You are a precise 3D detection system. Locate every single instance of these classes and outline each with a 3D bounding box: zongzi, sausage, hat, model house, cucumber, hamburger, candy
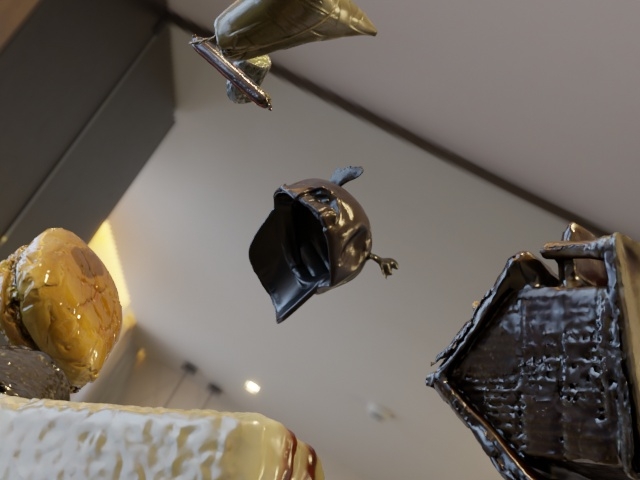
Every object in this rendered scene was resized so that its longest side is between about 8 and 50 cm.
[{"bbox_3d":[-0.040,-0.251,1.343,0.178,0.189,0.081,35,23,-48],"label":"zongzi"},{"bbox_3d":[-0.134,-0.252,1.601,0.198,0.025,0.028,44,20,29],"label":"sausage"},{"bbox_3d":[0.012,0.009,2.063,0.238,0.209,0.336,62,-36,24],"label":"hat"},{"bbox_3d":[0.309,0.165,1.219,0.317,0.297,0.282,21,-23,-34],"label":"model house"},{"bbox_3d":[-0.132,-0.292,1.912,0.064,0.064,0.112,31,-42,0],"label":"cucumber"},{"bbox_3d":[-0.473,0.129,1.983,0.158,0.318,0.318,-20,-43,13],"label":"hamburger"},{"bbox_3d":[-0.165,0.238,0.915,0.321,0.179,0.135,-1,-30,29],"label":"candy"}]

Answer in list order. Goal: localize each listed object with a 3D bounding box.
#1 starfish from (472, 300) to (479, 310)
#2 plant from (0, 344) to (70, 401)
[{"bbox_3d":[0.396,0.137,1.965,0.238,0.071,0.216,8,-21,-5],"label":"starfish"},{"bbox_3d":[-0.494,0.249,1.526,0.182,0.194,0.321,29,15,9],"label":"plant"}]
